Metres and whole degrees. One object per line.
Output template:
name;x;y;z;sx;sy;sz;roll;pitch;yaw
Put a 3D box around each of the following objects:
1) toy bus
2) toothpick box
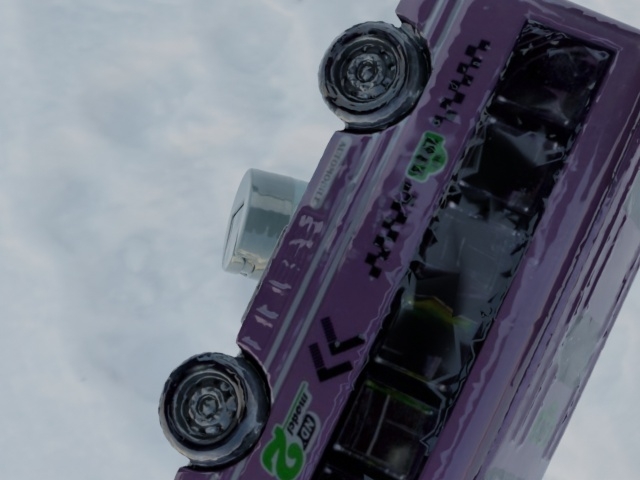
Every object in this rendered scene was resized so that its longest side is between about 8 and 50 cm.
toy bus;0.033;0.018;0.452;0.098;0.087;0.178;24;86;24
toothpick box;0.000;0.000;0.759;0.083;0.052;0.052;14;105;-11
